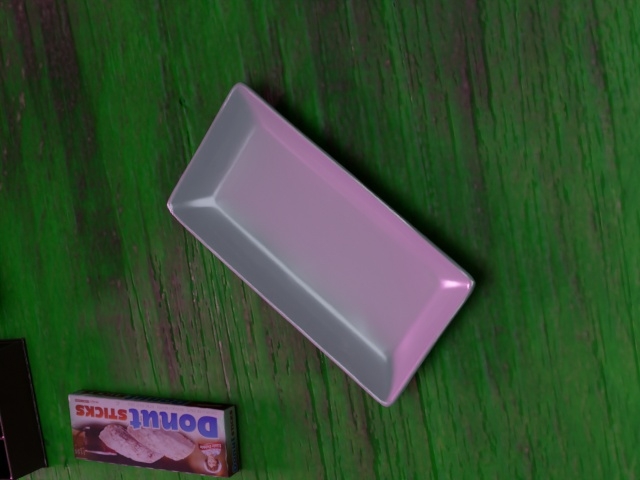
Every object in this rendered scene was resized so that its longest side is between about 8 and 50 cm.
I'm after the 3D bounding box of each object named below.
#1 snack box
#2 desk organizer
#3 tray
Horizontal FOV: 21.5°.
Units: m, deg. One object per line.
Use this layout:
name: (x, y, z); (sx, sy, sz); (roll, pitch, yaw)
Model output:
snack box: (-0.154, 0.176, 1.551); (0.178, 0.022, 0.064); (2, 101, 31)
desk organizer: (-0.306, 0.164, 1.624); (0.047, 0.050, 0.130); (-5, 98, 32)
tray: (0.000, 0.000, 1.413); (0.270, 0.030, 0.145); (41, 119, 17)
